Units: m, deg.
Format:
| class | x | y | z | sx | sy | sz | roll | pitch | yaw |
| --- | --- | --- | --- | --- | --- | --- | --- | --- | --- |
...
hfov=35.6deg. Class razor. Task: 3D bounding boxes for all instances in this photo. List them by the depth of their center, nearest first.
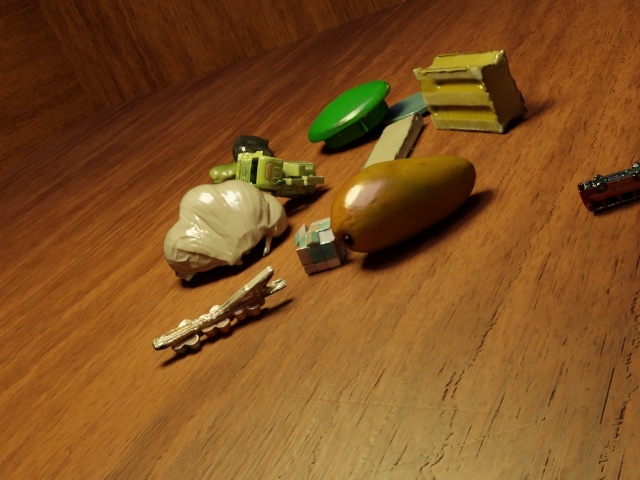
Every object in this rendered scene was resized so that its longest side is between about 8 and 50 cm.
| class | x | y | z | sx | sy | sz | roll | pitch | yaw |
| --- | --- | --- | --- | --- | --- | --- | --- | --- | --- |
| razor | -0.156 | -0.200 | 2.267 | 0.090 | 0.054 | 0.148 | 9 | 15 | -10 |

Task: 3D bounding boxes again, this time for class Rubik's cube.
| class | x | y | z | sx | sy | sz | roll | pitch | yaw |
| --- | --- | --- | --- | --- | --- | --- | --- | --- | --- |
| Rubik's cube | -0.002 | 0.002 | 1.542 | 0.075 | 0.073 | 0.084 | -23 | 21 | 4 |

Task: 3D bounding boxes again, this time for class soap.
| class | x | y | z | sx | sy | sz | roll | pitch | yaw |
| --- | --- | --- | --- | --- | --- | --- | --- | --- | --- |
| soap | 0.276 | -0.276 | 1.850 | 0.076 | 0.135 | 0.233 | -31 | 19 | -17 |

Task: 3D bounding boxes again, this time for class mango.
| class | x | y | z | sx | sy | sz | roll | pitch | yaw |
| --- | --- | --- | --- | --- | --- | --- | --- | --- | --- |
| mango | 0.122 | -0.066 | 1.501 | 0.253 | 0.113 | 0.138 | -26 | 37 | -19 |

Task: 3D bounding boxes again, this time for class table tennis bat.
| class | x | y | z | sx | sy | sz | roll | pitch | yaw |
| --- | --- | --- | --- | --- | --- | --- | --- | --- | --- |
| table tennis bat | 0.221 | -0.288 | 2.107 | 0.149 | 0.038 | 0.237 | -38 | 19 | -32 |

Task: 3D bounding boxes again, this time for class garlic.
| class | x | y | z | sx | sy | sz | roll | pitch | yaw |
| --- | --- | --- | --- | --- | --- | --- | --- | --- | --- |
| garlic | -0.170 | -0.034 | 1.747 | 0.229 | 0.142 | 0.178 | -24 | 15 | -25 |

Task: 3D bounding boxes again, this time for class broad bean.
| class | x | y | z | sx | sy | sz | roll | pitch | yaw |
| --- | --- | --- | --- | --- | --- | --- | --- | --- | --- |
| broad bean | -0.212 | -0.153 | 2.259 | 0.083 | 0.045 | 0.063 | -23 | 19 | -21 |

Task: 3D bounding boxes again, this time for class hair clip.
| class | x | y | z | sx | sy | sz | roll | pitch | yaw |
| --- | --- | --- | --- | --- | --- | --- | --- | --- | --- |
| hair clip | -0.145 | 0.111 | 1.468 | 0.214 | 0.056 | 0.062 | -34 | 35 | -1 |

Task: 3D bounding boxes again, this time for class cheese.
| class | x | y | z | sx | sy | sz | roll | pitch | yaw |
| --- | --- | --- | --- | --- | --- | --- | --- | --- | --- |
| cheese | 0.123 | -0.151 | 1.863 | 0.085 | 0.034 | 0.400 | -21 | 18 | 24 |

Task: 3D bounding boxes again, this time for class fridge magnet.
| class | x | y | z | sx | sy | sz | roll | pitch | yaw |
| --- | --- | --- | --- | --- | --- | --- | --- | --- | --- |
| fridge magnet | 0.064 | -0.269 | 2.133 | 0.208 | 0.088 | 0.208 | -32 | 17 | 11 |

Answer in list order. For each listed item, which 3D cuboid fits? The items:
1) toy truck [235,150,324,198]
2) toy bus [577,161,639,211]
| class | x | y | z | sx | sy | sz | roll | pitch | yaw |
| --- | --- | --- | --- | --- | --- | --- | --- | --- | --- |
| toy truck | -0.070 | -0.120 | 1.862 | 0.100 | 0.077 | 0.169 | 4 | -3 | 42 |
| toy bus | 0.393 | -0.070 | 1.298 | 0.110 | 0.043 | 0.031 | -17 | 24 | 16 |
